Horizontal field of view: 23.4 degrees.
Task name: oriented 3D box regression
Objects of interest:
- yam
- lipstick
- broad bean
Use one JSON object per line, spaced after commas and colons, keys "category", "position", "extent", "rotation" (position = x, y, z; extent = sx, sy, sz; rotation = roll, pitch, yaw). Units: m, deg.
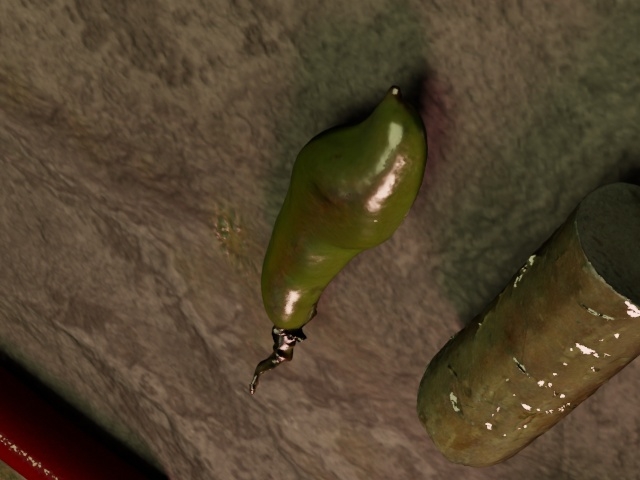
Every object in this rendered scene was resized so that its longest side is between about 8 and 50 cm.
{"category": "yam", "position": [0.137, 0.061, 0.936], "extent": [0.093, 0.093, 0.259], "rotation": [42, 145, 4]}
{"category": "lipstick", "position": [-0.253, 0.210, 1.496], "extent": [0.241, 0.080, 0.080], "rotation": [35, 144, 13]}
{"category": "broad bean", "position": [0.005, -0.005, 1.034], "extent": [0.075, 0.067, 0.325], "rotation": [66, 154, 23]}
